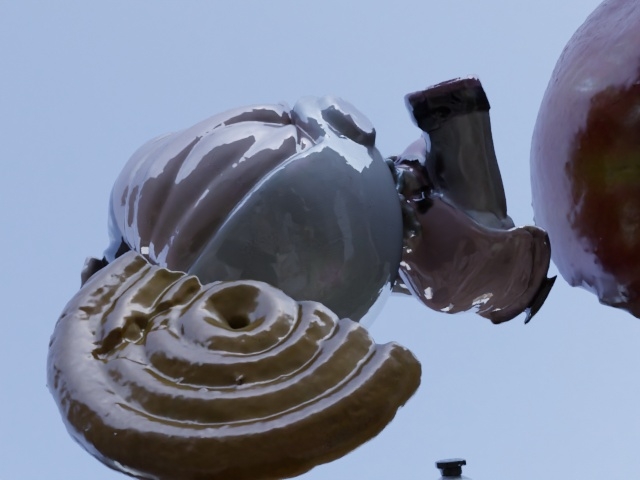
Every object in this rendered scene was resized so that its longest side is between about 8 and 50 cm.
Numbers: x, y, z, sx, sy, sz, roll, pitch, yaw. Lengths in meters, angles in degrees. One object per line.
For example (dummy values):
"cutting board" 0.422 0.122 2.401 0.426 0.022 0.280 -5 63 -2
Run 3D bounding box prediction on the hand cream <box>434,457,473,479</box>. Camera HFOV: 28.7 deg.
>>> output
"hand cream" 0.162 0.369 1.439 0.050 0.080 0.234 -8 -97 14

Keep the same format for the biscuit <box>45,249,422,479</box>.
"biscuit" -0.070 0.071 0.687 0.144 0.224 0.033 -43 -43 -37

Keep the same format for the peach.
"peach" 0.374 -0.104 1.164 0.406 0.335 0.310 -45 -23 -51

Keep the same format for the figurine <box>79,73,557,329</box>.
"figurine" 0.002 -0.008 1.013 0.361 0.211 0.253 -7 -56 -34
